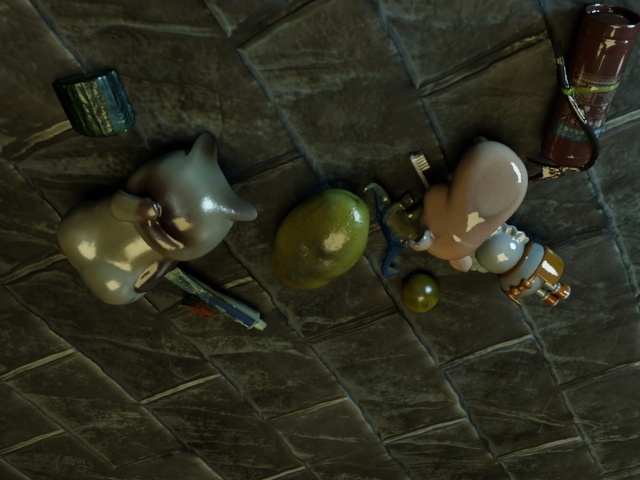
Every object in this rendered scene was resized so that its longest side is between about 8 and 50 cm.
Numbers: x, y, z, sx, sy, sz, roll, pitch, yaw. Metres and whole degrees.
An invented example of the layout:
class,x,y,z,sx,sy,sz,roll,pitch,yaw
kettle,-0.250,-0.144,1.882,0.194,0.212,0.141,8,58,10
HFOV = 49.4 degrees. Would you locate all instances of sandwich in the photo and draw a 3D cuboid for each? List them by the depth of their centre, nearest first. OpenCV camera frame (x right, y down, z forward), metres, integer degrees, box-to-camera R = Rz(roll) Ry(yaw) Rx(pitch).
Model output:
class,x,y,z,sx,sy,sz,roll,pitch,yaw
sandwich,-0.278,0.148,1.568,0.069,0.026,0.101,18,162,21

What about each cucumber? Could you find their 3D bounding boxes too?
class,x,y,z,sx,sy,sz,roll,pitch,yaw
cucumber,-0.405,-0.239,1.237,0.117,0.062,0.115,-10,126,5

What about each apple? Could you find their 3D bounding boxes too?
class,x,y,z,sx,sy,sz,roll,pitch,yaw
apple,0.225,0.116,1.555,0.090,0.074,0.089,-16,136,-16

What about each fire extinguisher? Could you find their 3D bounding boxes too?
class,x,y,z,sx,sy,sz,roll,pitch,yaw
fire extinguisher,0.452,-0.240,1.242,0.142,0.105,0.341,12,130,7

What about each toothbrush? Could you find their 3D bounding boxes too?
class,x,y,z,sx,sy,sz,roll,pitch,yaw
toothbrush,0.261,-0.053,1.443,0.030,0.025,0.342,-24,127,14

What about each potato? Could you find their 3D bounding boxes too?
class,x,y,z,sx,sy,sz,roll,pitch,yaw
potato,0.000,0.000,1.392,0.169,0.143,0.248,40,124,-7

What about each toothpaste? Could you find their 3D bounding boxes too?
class,x,y,z,sx,sy,sz,roll,pitch,yaw
toothpaste,-0.230,0.133,1.566,0.268,0.069,0.047,35,88,-26

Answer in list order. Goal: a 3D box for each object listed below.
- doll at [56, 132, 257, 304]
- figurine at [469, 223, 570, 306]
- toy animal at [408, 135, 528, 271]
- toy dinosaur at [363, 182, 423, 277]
class,x,y,z,sx,sy,sz,roll,pitch,yaw
doll,-0.330,-0.025,1.326,0.370,0.226,0.214,-32,86,28
figurine,0.404,0.048,1.458,0.271,0.143,0.143,26,125,-22
toy animal,0.284,-0.068,1.314,0.167,0.154,0.250,28,108,-19
toy dinosaur,0.128,-0.021,1.438,0.248,0.075,0.188,32,126,-33
